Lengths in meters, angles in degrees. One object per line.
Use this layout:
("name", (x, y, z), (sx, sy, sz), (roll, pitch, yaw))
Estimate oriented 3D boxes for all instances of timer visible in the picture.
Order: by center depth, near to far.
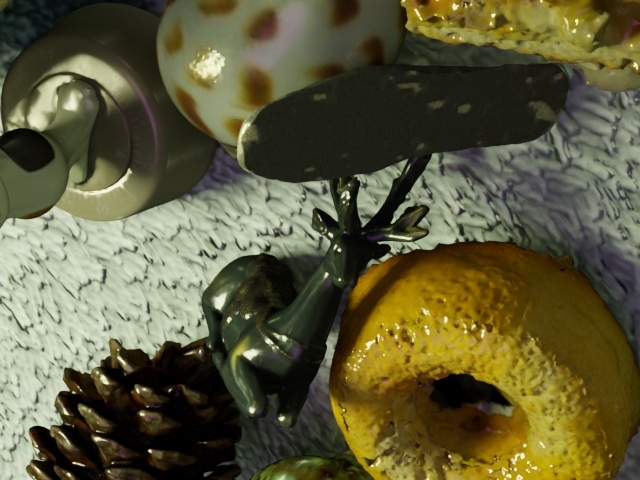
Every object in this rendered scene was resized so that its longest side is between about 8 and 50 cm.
("timer", (-0.210, -0.061, 0.829), (0.175, 0.266, 0.175), (10, 118, 20))

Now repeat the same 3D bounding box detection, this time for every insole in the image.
("insole", (0.061, -0.083, 0.742), (0.011, 0.248, 0.081), (53, 144, 46))

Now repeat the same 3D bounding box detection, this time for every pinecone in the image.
("pinecone", (-0.158, 0.174, 0.970), (0.184, 0.179, 0.204), (-3, 114, -20))

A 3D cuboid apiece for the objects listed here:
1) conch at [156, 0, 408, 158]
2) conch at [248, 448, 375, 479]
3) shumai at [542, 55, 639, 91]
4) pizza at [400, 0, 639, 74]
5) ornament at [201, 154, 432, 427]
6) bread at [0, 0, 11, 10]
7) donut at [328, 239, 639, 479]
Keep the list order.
("conch", (-0.027, -0.149, 0.775), (0.149, 0.182, 0.275), (29, 138, -26))
("conch", (0.005, 0.258, 0.952), (0.182, 0.124, 0.187), (-25, 125, 6))
("shumai", (0.182, -0.145, 0.705), (0.146, 0.145, 0.116), (-2, 131, 25))
("pizza", (0.189, -0.224, 0.608), (0.258, 0.087, 0.268), (9, 74, 19))
("ornament", (0.000, 0.000, 0.853), (0.080, 0.202, 0.236), (23, 107, -22))
("bread", (-0.400, -0.236, 0.817), (0.405, 0.242, 0.346), (45, 141, -7))
("donut", (0.125, 0.116, 0.861), (0.254, 0.118, 0.253), (9, 129, 11))
